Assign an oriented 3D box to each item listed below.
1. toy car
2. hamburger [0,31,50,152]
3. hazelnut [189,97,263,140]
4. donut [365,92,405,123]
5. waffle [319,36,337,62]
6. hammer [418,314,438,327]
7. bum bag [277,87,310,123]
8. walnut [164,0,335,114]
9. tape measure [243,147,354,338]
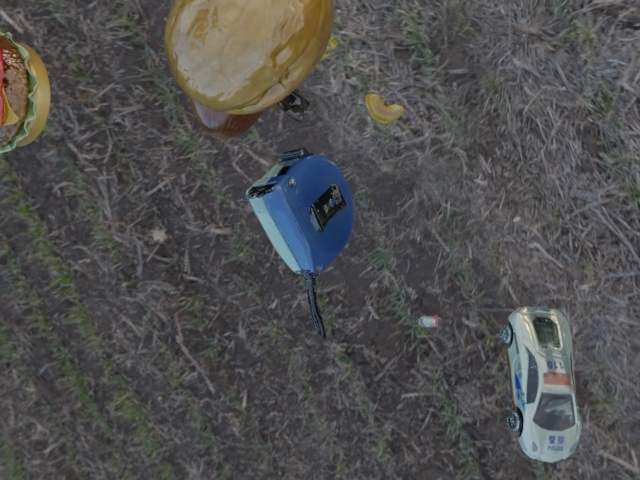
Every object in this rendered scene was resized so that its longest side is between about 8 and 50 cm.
[{"bbox_3d":[0.298,0.187,0.825,0.096,0.204,0.056,8,157,-16],"label":"toy car"},{"bbox_3d":[-0.726,-0.315,1.283,0.275,0.212,0.274,3,95,31],"label":"hamburger"},{"bbox_3d":[-0.229,-0.348,1.514,0.176,0.214,0.214,23,115,36],"label":"hazelnut"},{"bbox_3d":[0.139,-0.290,1.340,0.067,0.038,0.083,-34,105,-10],"label":"donut"},{"bbox_3d":[-0.063,-0.464,1.381,0.192,0.161,0.046,36,77,-23],"label":"waffle"},{"bbox_3d":[0.299,0.213,1.675,0.053,0.083,0.031,4,101,28],"label":"hammer"},{"bbox_3d":[-0.078,-0.377,1.673,0.102,0.248,0.069,31,108,-9],"label":"bum bag"},{"bbox_3d":[-0.089,-0.256,0.750,0.222,0.195,0.195,-43,91,20],"label":"walnut"},{"bbox_3d":[0.000,0.000,1.198,0.098,0.215,0.351,-4,123,36],"label":"tape measure"}]
